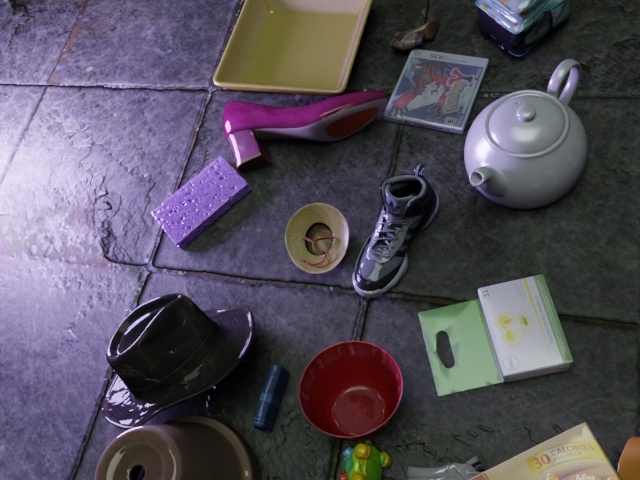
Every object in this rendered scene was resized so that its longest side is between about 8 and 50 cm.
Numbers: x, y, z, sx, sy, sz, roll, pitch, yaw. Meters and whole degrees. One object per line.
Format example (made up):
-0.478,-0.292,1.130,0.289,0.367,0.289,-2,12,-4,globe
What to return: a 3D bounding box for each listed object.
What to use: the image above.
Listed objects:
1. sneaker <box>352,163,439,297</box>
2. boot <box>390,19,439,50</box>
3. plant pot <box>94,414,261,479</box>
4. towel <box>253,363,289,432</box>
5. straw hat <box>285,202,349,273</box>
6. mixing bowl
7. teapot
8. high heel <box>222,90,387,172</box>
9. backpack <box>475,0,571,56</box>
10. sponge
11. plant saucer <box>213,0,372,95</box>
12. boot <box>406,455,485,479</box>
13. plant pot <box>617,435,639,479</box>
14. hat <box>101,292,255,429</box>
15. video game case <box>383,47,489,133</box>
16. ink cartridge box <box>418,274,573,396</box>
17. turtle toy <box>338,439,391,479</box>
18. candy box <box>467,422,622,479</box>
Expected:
0.135,-0.026,1.277,0.101,0.153,0.268,26,72,26,sneaker
0.219,-0.486,1.561,0.087,0.042,0.118,7,41,37,boot
-0.260,0.408,1.116,0.263,0.229,0.263,-7,61,13,plant pot
-0.094,0.290,1.224,0.029,0.067,0.119,10,67,18,towel
0.000,0.000,1.354,0.144,0.061,0.144,-3,80,17,straw hat
0.060,0.279,1.161,0.181,0.098,0.181,-8,48,9,mixing bowl
0.399,-0.201,1.279,0.253,0.187,0.256,-9,60,10,teapot
-0.046,-0.300,1.479,0.377,0.127,0.181,-19,70,9,high heel
0.457,-0.529,1.461,0.188,0.144,0.166,-32,54,-6,backpack
-0.268,-0.088,1.490,0.210,0.031,0.117,-41,60,-7,sponge
-0.052,-0.477,1.607,0.333,0.081,0.332,8,66,19,plant saucer
0.260,0.406,1.050,0.258,0.095,0.123,-6,69,13,boot
0.532,0.375,0.950,0.188,0.205,0.205,13,66,38,plant pot
-0.292,0.182,1.224,0.331,0.134,0.331,-25,23,11,hat
0.259,-0.338,1.482,0.183,0.023,0.201,15,68,22,video game case
0.306,0.170,1.188,0.235,0.056,0.171,-13,61,6,ink cartridge box
0.066,0.401,1.117,0.066,0.095,0.130,-7,58,36,turtle toy
0.285,0.413,0.935,0.316,0.087,0.183,-32,60,12,candy box
